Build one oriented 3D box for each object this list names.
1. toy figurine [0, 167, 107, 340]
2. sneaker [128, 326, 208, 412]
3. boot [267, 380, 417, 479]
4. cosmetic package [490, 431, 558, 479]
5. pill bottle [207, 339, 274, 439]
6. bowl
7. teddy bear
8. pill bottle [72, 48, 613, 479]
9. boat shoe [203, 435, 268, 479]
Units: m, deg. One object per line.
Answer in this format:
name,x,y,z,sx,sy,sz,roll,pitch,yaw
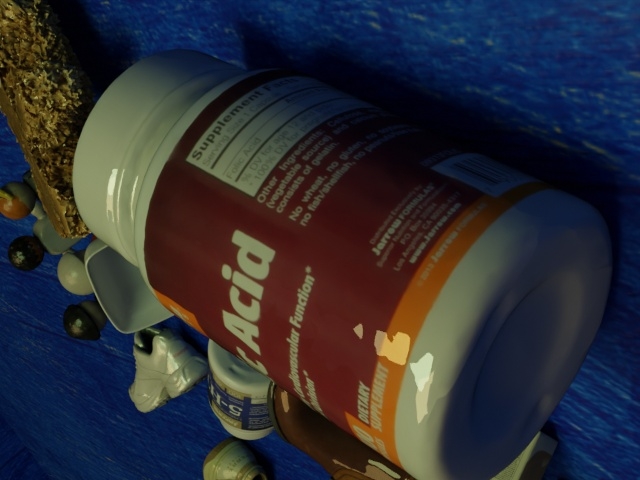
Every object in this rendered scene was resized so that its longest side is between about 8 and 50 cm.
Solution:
toy figurine,-0.320,0.005,1.405,0.209,0.148,0.213,42,153,13
sneaker,-0.240,0.181,1.607,0.115,0.090,0.232,56,144,0
boot,0.089,0.246,1.128,0.280,0.096,0.264,13,136,49
cosmetic package,0.166,0.223,0.995,0.060,0.115,0.041,21,172,45
pill bottle,-0.082,0.169,1.304,0.112,0.112,0.187,39,152,18
bowl,-0.207,0.029,1.290,0.053,0.142,0.142,52,164,50
teddy bear,-0.290,-0.173,1.148,0.338,0.113,0.245,61,160,10
pill bottle,0.000,0.000,0.831,0.392,0.224,0.224,29,147,34
boat shoe,-0.119,0.433,1.719,0.089,0.104,0.285,32,149,35
